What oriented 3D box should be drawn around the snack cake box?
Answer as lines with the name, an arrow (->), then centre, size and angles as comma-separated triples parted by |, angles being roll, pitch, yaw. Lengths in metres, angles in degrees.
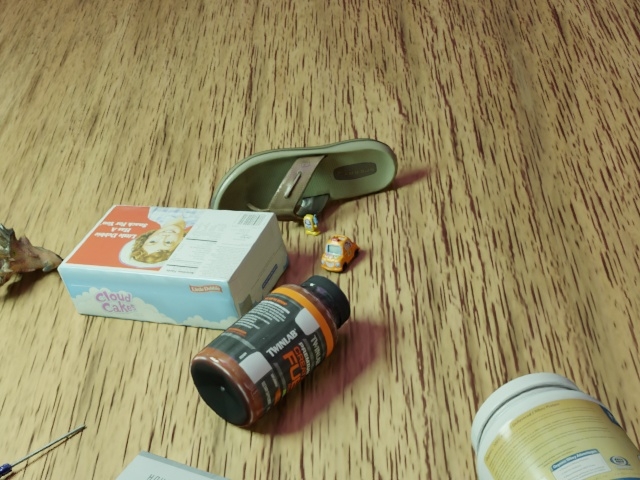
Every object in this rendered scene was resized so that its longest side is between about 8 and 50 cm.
snack cake box -> -0.195, 0.033, 1.597 | 0.264, 0.089, 0.152 | 4, 39, 26

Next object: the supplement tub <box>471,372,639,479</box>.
supplement tub -> 0.232, 0.230, 1.100 | 0.144, 0.144, 0.199 | -18, 34, -6

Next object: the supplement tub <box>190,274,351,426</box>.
supplement tub -> -0.052, 0.122, 1.398 | 0.106, 0.106, 0.198 | 19, 46, 39

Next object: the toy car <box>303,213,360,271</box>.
toy car -> 0.000, 0.000, 1.616 | 0.060, 0.040, 0.122 | -34, 39, -27

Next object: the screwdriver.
screwdriver -> -0.350, 0.257, 1.391 | 0.170, 0.024, 0.025 | -29, 7, -32

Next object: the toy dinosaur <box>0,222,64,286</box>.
toy dinosaur -> -0.531, 0.050, 1.673 | 0.200, 0.127, 0.296 | 26, 56, 35

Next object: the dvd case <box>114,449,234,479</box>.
dvd case -> -0.187, 0.325, 1.218 | 0.179, 0.029, 0.238 | 11, 40, 33

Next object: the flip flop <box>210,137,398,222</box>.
flip flop -> -0.020, -0.072, 1.682 | 0.277, 0.112, 0.080 | -12, 38, -7
